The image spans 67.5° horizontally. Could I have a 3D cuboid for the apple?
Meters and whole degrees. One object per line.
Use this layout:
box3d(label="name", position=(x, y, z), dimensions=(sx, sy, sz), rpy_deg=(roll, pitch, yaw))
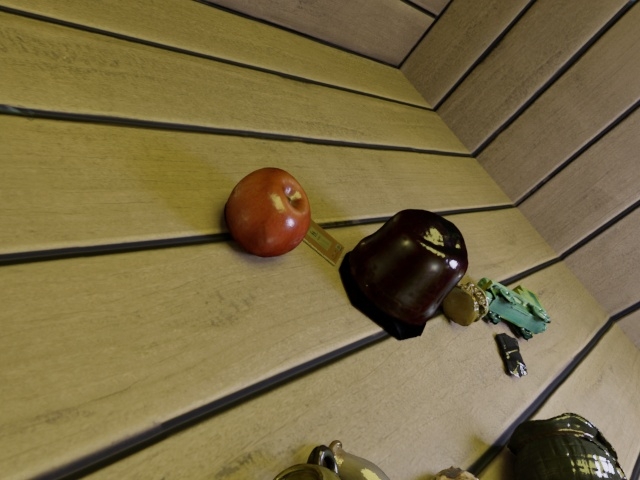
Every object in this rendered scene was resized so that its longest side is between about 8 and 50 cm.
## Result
box3d(label="apple", position=(-0.145, -0.084, 1.393), dimensions=(0.251, 0.206, 0.272), rpy_deg=(42, 33, -7))

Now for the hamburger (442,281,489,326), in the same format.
box3d(label="hamburger", position=(0.529, 0.230, 1.780), dimensions=(0.185, 0.159, 0.131), rpy_deg=(32, 29, 36))

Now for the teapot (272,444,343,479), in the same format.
box3d(label="teapot", position=(-0.014, 0.528, 0.917), dimensions=(0.182, 0.173, 0.269), rpy_deg=(68, 25, -17))

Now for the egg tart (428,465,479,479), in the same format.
box3d(label="egg tart", position=(0.377, 0.699, 1.119), dimensions=(0.352, 0.150, 0.352), rpy_deg=(27, 40, -25))

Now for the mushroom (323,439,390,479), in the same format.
box3d(label="mushroom", position=(0.092, 0.537, 1.060), dimensions=(0.212, 0.088, 0.097), rpy_deg=(38, 66, 3))

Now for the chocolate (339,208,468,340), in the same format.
box3d(label="chocolate", position=(0.310, 0.077, 1.567), dimensions=(0.383, 0.331, 0.383), rpy_deg=(28, 38, -24))

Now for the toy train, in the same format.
box3d(label="toy train", position=(0.789, 0.263, 2.010), dimensions=(0.369, 0.150, 0.237), rpy_deg=(27, 29, -22))

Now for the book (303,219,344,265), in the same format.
box3d(label="book", position=(0.000, 0.000, 1.614), dimensions=(0.172, 0.012, 0.118), rpy_deg=(40, 34, -4))

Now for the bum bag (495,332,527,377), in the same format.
box3d(label="bum bag", position=(0.732, 0.441, 1.837), dimensions=(0.087, 0.049, 0.198), rpy_deg=(7, 43, -7))

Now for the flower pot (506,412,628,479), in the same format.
box3d(label="flower pot", position=(0.705, 0.656, 1.369), dimensions=(0.302, 0.302, 0.213), rpy_deg=(30, 35, -18))
